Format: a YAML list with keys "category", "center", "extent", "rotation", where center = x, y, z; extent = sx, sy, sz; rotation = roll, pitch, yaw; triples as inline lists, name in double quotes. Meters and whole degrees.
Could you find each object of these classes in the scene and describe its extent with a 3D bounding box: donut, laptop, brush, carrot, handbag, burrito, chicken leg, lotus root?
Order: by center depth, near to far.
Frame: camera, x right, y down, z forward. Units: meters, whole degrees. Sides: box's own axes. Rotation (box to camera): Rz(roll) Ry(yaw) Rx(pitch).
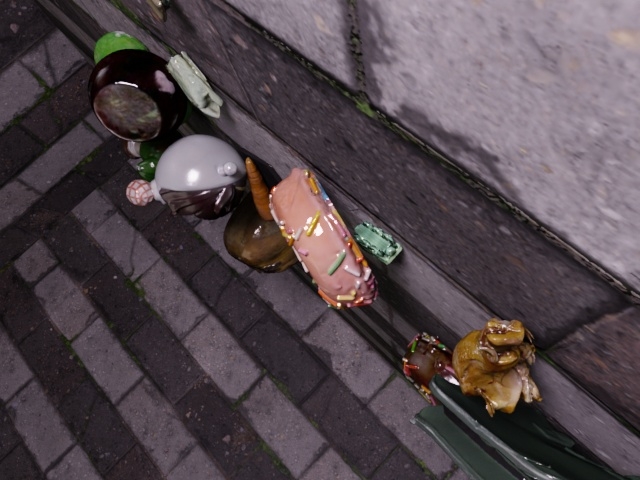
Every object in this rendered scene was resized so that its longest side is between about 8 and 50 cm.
- category: "chicken leg"
  center: [0.205, 0.143, 0.546]
  extent: [0.207, 0.085, 0.101]
  rotation: [68, -178, -62]
- category: "brush"
  center: [-0.229, -0.337, 0.552]
  extent: [0.190, 0.027, 0.034]
  rotation: [51, 169, 8]
- category: "handbag"
  center: [0.278, 0.280, 0.605]
  extent: [0.260, 0.079, 0.247]
  rotation: [21, -177, -21]
- category: "donut"
  center: [0.000, 0.000, 0.695]
  extent: [0.233, 0.085, 0.199]
  rotation: [59, 179, 14]
- category: "burrito"
  center: [-0.201, -0.248, 0.769]
  extent: [0.118, 0.044, 0.074]
  rotation: [53, 165, -25]
- category: "donut"
  center: [0.271, 0.305, 0.955]
  extent: [0.269, 0.103, 0.270]
  rotation: [44, 173, 6]
- category: "laptop"
  center: [-0.092, -0.108, 1.003]
  extent: [0.135, 0.016, 0.197]
  rotation: [34, 167, 47]
- category: "carrot"
  center: [-0.130, -0.108, 1.013]
  extent: [0.048, 0.048, 0.216]
  rotation: [41, 163, 27]
- category: "lotus root"
  center: [-0.170, -0.003, 1.384]
  extent: [0.272, 0.192, 0.272]
  rotation: [37, 168, 9]

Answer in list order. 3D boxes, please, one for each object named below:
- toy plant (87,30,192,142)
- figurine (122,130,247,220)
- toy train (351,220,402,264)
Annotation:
- category: "toy plant"
  center: [-0.354, -0.294, 0.921]
  extent: [0.218, 0.175, 0.235]
  rotation: [43, -161, -29]
- category: "figurine"
  center: [-0.295, -0.162, 1.020]
  extent: [0.370, 0.281, 0.167]
  rotation: [30, 130, 36]
- category: "toy train"
  center: [0.080, 0.005, 0.661]
  extent: [0.083, 0.033, 0.053]
  rotation: [37, 173, 47]
